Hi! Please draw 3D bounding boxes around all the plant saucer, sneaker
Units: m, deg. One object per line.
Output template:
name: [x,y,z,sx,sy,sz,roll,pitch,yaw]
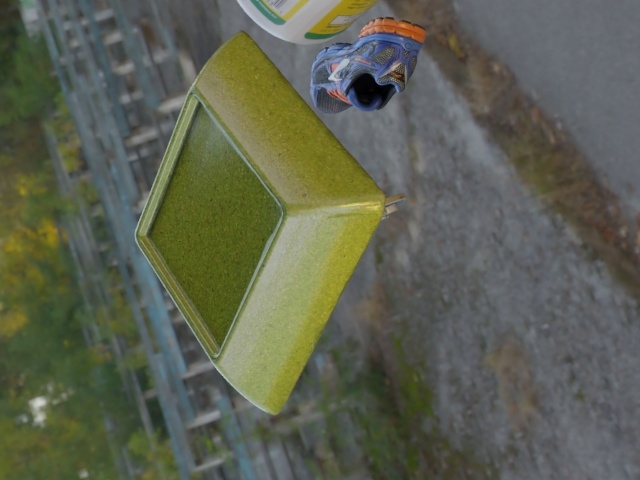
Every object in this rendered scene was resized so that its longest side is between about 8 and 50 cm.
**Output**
plant saucer: [-0.058,-0.011,0.731,0.188,0.045,0.188,52,130,35]
sneaker: [0.044,-0.193,1.351,0.221,0.083,0.087,152,132,-63]

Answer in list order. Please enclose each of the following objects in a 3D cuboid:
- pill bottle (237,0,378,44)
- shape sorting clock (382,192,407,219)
pill bottle: [0.029,-0.234,0.784,0.208,0.117,0.117,-32,74,51]
shape sorting clock: [0.000,0.000,1.202,0.206,0.206,0.040,116,129,-78]
